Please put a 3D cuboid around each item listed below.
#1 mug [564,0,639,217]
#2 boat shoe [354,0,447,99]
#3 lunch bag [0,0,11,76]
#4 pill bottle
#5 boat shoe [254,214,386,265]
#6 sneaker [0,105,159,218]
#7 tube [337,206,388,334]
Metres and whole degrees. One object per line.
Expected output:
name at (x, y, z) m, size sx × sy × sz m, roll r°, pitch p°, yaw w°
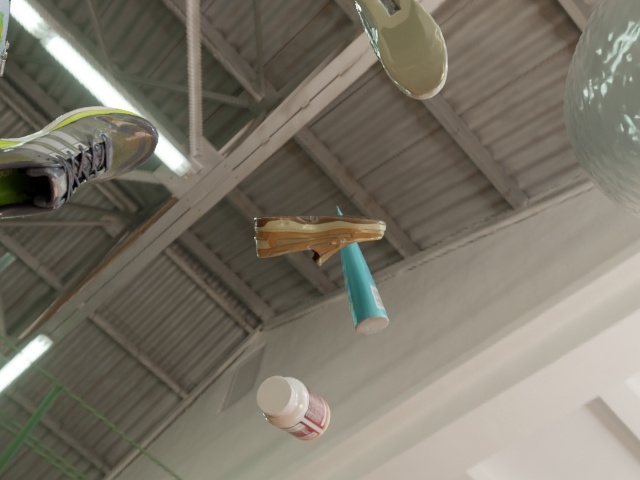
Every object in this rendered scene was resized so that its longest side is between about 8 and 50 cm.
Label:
mug at (0.385, -0.115, 0.479) m, size 0.374 × 0.328 × 0.276 m, roll 18°, pitch -80°, yaw 14°
boat shoe at (0.104, -0.263, 0.836) m, size 0.079 × 0.081 × 0.227 m, roll -26°, pitch -115°, yaw 8°
lunch bag at (-0.459, -0.245, 0.703) m, size 0.219 × 0.090 × 0.176 m, roll 14°, pitch -69°, yaw -14°
pill bottle at (-0.047, 0.286, 1.117) m, size 0.086 × 0.086 × 0.152 m, roll -18°, pitch -35°, yaw 14°
boat shoe at (0.000, 0.000, 0.927) m, size 0.190 × 0.068 × 0.072 m, roll -1°, pitch -87°, yaw -9°
sneaker at (-0.332, -0.087, 0.822) m, size 0.121 × 0.300 × 0.111 m, roll 30°, pitch -46°, yaw 39°
tube at (0.056, 0.047, 1.031) m, size 0.052 × 0.207 × 0.080 m, roll -11°, pitch -36°, yaw -4°
